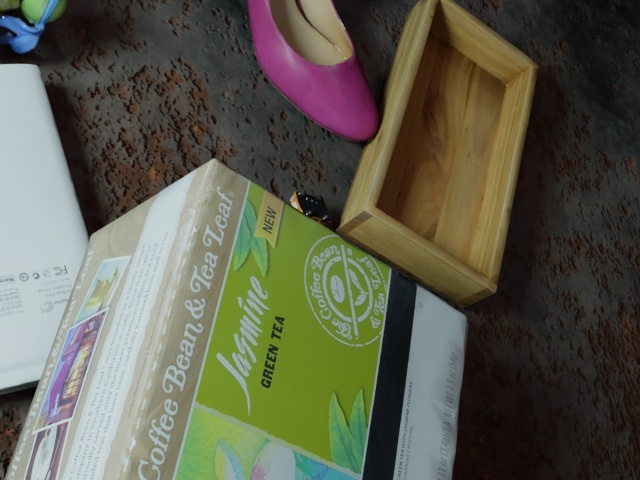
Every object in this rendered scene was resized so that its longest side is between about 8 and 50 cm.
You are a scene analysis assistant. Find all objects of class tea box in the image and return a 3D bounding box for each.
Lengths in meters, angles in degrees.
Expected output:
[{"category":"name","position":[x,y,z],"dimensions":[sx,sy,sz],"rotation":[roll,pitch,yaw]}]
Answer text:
[{"category":"tea box","position":[-0.065,0.169,0.768],"dimensions":[0.323,0.220,0.329],"rotation":[30,54,-30]}]

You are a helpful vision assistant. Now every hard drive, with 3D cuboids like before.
[{"category":"hard drive","position":[-0.327,-0.013,0.822],"dimensions":[0.210,0.040,0.318],"rotation":[-10,75,-37]}]

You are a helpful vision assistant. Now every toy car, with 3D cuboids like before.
[{"category":"toy car","position":[0.000,0.000,1.033],"dimensions":[0.060,0.040,0.122],"rotation":[-15,74,-59]}]

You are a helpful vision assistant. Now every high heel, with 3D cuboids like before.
[{"category":"high heel","position":[-0.017,-0.305,1.074],"dimensions":[0.127,0.181,0.377],"rotation":[-38,91,-39]}]

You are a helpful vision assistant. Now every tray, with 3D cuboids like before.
[{"category":"tray","position":[0.170,-0.135,1.190],"dimensions":[0.203,0.076,0.411],"rotation":[31,54,-18]}]

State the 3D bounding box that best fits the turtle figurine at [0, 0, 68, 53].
[{"category":"turtle figurine","position":[-0.361,-0.344,0.862],"dimensions":[0.266,0.274,0.198],"rotation":[16,26,-22]}]
